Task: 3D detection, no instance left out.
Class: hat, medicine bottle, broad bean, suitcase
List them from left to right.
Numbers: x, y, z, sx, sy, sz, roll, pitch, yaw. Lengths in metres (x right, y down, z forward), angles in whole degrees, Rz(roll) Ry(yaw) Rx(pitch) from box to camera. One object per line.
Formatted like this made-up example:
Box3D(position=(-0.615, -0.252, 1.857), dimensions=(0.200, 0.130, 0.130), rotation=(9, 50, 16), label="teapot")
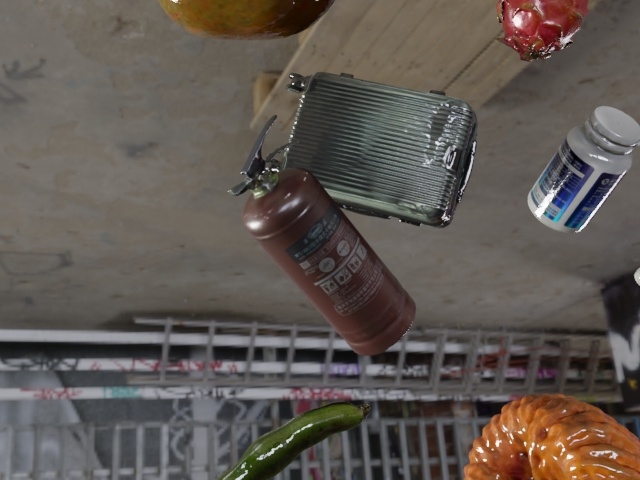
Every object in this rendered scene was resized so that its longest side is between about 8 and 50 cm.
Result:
Box3D(position=(-0.039, 0.228, 0.837), dimensions=(0.227, 0.039, 0.069), rotation=(-28, 127, -17), label="broad bean")
Box3D(position=(0.080, -0.142, 1.236), dimensions=(0.312, 0.202, 0.128), rotation=(15, 175, 17), label="suitcase")
Box3D(position=(0.412, -0.110, 1.238), dimensions=(0.107, 0.107, 0.191), rotation=(4, 135, -21), label="medicine bottle")
Box3D(position=(0.424, 0.374, 1.120), dimensions=(0.400, 0.285, 0.285), rotation=(17, 153, -23), label="hat")

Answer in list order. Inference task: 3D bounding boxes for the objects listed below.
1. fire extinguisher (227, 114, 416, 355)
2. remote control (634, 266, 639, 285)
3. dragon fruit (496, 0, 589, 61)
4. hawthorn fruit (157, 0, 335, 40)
Box3D(position=(0.000, 0.000, 1.063), dimensions=(0.337, 0.135, 0.114), rotation=(49, 166, -26), label="fire extinguisher")
Box3D(position=(0.384, 0.032, 0.654), dimensions=(0.067, 0.029, 0.261), rotation=(33, 157, -24), label="remote control")
Box3D(position=(0.329, -0.349, 1.167), dimensions=(0.133, 0.166, 0.136), rotation=(39, -179, -31), label="dragon fruit")
Box3D(position=(-0.070, -0.376, 0.895), dimensions=(0.268, 0.267, 0.301), rotation=(6, 157, -26), label="hawthorn fruit")
